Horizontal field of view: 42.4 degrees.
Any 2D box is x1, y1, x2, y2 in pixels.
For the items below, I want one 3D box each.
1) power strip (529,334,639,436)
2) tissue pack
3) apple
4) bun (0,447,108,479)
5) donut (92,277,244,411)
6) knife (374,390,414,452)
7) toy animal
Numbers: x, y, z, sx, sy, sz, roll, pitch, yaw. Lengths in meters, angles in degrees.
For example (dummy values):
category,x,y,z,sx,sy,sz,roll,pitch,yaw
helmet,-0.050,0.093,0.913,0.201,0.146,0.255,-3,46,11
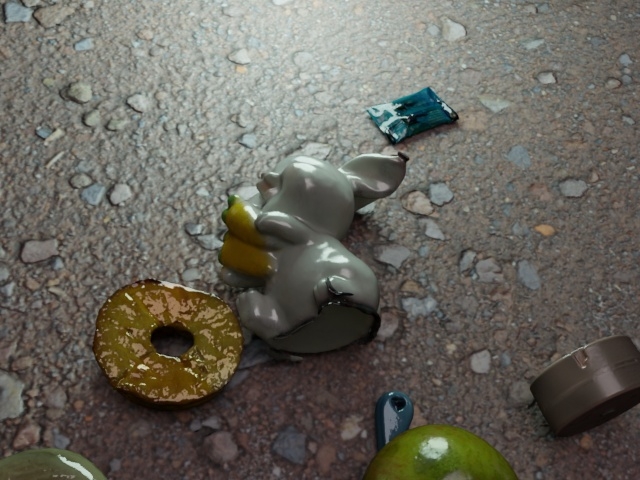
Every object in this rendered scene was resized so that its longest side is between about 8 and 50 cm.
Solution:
category,x,y,z,sx,sy,sz,roll,pitch,yaw
power strip,0.361,0.195,1.091,0.154,0.154,0.078,-15,59,-19
tissue pack,0.156,-0.213,1.383,0.138,0.028,0.085,-23,64,-26
apple,0.142,0.308,0.953,0.196,0.196,0.195,5,58,-7
bun,-0.314,0.326,0.902,0.193,0.128,0.178,-12,60,-4
donut,-0.197,0.140,1.069,0.190,0.074,0.174,0,57,-15
knife,0.096,0.310,1.044,0.058,0.032,0.244,10,61,-14
toy animal,-0.005,-0.003,1.133,0.247,0.182,0.310,8,53,-18
